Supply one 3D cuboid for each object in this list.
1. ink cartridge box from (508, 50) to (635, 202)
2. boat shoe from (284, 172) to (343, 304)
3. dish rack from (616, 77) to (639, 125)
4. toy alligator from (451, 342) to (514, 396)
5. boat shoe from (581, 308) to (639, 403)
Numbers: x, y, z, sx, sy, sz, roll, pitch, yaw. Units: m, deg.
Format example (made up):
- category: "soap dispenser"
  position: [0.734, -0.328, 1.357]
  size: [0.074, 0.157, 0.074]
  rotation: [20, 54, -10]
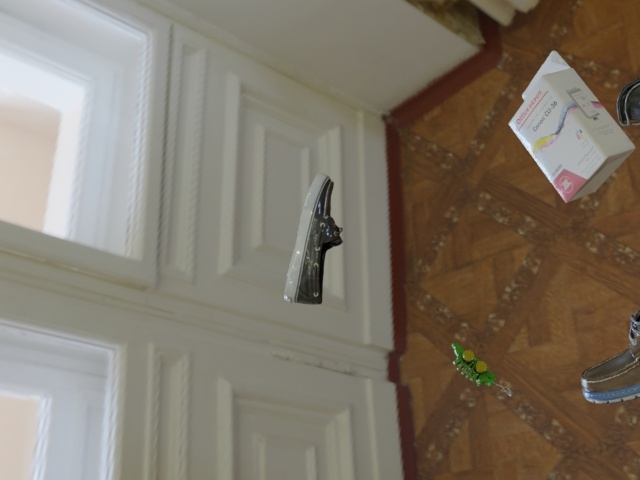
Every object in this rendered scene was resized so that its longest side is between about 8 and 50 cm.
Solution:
- category: "ink cartridge box"
  position: [0.357, -0.171, 1.219]
  size: [0.198, 0.067, 0.115]
  rotation: [60, 150, 22]
- category: "boat shoe"
  position: [0.000, 0.000, 1.385]
  size: [0.076, 0.080, 0.229]
  rotation: [12, 75, 8]
- category: "dish rack"
  position: [0.479, -0.087, 0.992]
  size: [0.074, 0.208, 0.272]
  rotation: [23, 134, 64]
- category: "toy alligator"
  position: [0.384, 0.327, 2.000]
  size: [0.051, 0.189, 0.056]
  rotation: [-43, -14, -23]
- category: "boat shoe"
  position: [0.317, 0.090, 0.753]
  size: [0.183, 0.066, 0.066]
  rotation: [-30, 92, 22]
